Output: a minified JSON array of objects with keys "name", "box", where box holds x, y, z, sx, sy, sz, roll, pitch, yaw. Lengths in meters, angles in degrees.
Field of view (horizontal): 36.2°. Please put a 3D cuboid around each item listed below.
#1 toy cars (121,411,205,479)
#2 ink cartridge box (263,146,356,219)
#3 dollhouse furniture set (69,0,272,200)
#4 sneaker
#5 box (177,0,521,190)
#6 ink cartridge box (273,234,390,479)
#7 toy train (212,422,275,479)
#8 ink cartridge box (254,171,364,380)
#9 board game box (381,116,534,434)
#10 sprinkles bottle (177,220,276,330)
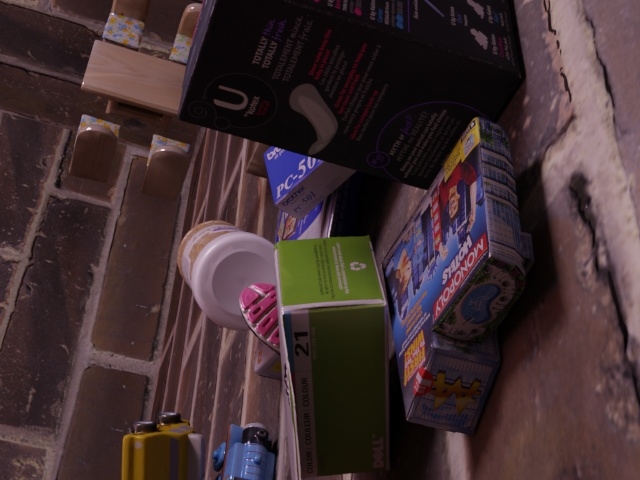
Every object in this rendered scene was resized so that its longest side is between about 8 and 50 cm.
[{"name":"toy cars","box":[-0.188,0.370,1.419,0.394,0.087,0.176,79,-163,-45]},{"name":"ink cartridge box","box":[0.024,-0.125,1.130,0.207,0.046,0.097,-41,40,23]},{"name":"dollhouse furniture set","box":[-0.217,-0.284,1.762,0.256,0.394,0.362,123,158,-53]},{"name":"sneaker","box":[-0.028,0.119,1.102,0.063,0.170,0.075,-43,-17,-27]},{"name":"box","box":[0.024,-0.175,0.902,0.165,0.270,0.143,119,161,-45]},{"name":"ink cartridge box","box":[0.016,0.137,0.859,0.255,0.097,0.189,-102,9,-62]},{"name":"toy train","box":[-0.105,0.331,1.330,0.105,0.080,0.184,-51,23,42]},{"name":"ink cartridge box","box":[0.000,0.000,1.275,0.307,0.072,0.304,134,149,-61]},{"name":"board game box","box":[0.111,0.040,0.771,0.194,0.060,0.194,119,160,-46]},{"name":"sprinkles bottle","box":[-0.130,0.040,1.360,0.355,0.121,0.121,-162,87,-77]}]
